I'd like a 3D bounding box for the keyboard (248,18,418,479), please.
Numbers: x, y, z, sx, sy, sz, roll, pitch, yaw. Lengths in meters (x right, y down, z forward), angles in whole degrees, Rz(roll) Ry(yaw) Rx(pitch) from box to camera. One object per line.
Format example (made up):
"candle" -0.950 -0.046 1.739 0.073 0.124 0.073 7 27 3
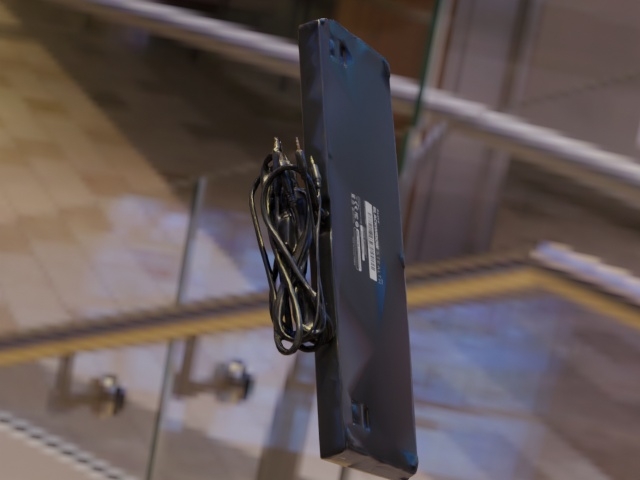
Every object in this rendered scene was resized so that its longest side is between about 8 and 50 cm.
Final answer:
"keyboard" 0.000 0.000 0.766 0.038 0.192 0.100 -14 -23 25
